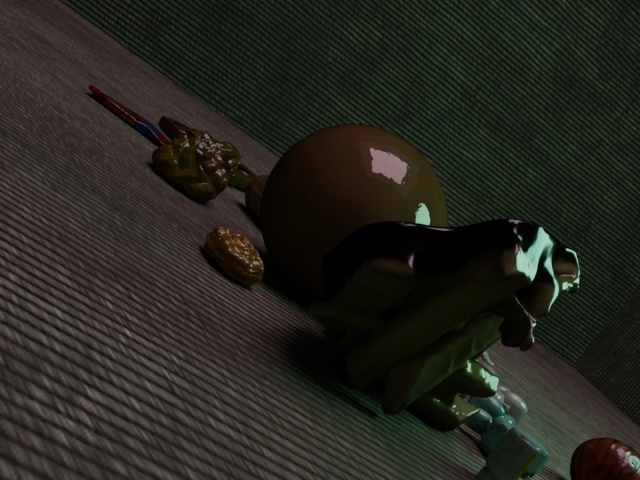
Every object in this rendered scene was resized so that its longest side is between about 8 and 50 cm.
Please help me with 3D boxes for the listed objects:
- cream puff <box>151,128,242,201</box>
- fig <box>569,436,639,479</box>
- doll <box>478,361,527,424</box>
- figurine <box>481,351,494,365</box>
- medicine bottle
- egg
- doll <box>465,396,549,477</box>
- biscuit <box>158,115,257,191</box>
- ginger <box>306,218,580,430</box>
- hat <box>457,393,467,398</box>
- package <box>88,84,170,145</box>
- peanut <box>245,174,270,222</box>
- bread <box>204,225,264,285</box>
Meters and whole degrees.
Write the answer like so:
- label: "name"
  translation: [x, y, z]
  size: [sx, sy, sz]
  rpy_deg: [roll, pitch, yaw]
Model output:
- label: "cream puff"
  translation: [-0.216, -0.141, 1.513]
  size: [0.146, 0.116, 0.146]
  rpy_deg: [40, 6, -5]
- label: "fig"
  translation: [0.484, 0.404, 1.420]
  size: [0.128, 0.128, 0.150]
  rpy_deg: [35, 36, -16]
- label: "doll"
  translation: [0.322, 0.284, 1.601]
  size: [0.160, 0.059, 0.161]
  rpy_deg: [40, 7, 34]
- label: "figurine"
  translation: [0.377, 0.268, 2.042]
  size: [0.109, 0.047, 0.064]
  rpy_deg: [44, -3, -22]
- label: "medicine bottle"
  translation: [0.241, 0.284, 1.089]
  size: [0.047, 0.083, 0.047]
  rpy_deg: [36, 7, -5]
- label: "egg"
  translation: [0.059, -0.034, 1.399]
  size: [0.301, 0.301, 0.374]
  rpy_deg: [39, -2, 19]
- label: "doll"
  translation: [0.277, 0.293, 1.314]
  size: [0.159, 0.059, 0.158]
  rpy_deg: [29, 11, -43]
- label: "biscuit"
  translation: [-0.258, -0.204, 2.001]
  size: [0.301, 0.043, 0.278]
  rpy_deg: [37, 7, 0]
- label: "ginger"
  translation: [0.171, 0.123, 1.079]
  size: [0.358, 0.211, 0.413]
  rpy_deg: [-5, -17, 6]
- label: "hat"
  translation: [0.211, 0.144, 1.395]
  size: [0.107, 0.236, 0.286]
  rpy_deg: [-4, -11, 24]
- label: "package"
  translation: [-0.391, -0.255, 1.756]
  size: [0.200, 0.022, 0.083]
  rpy_deg: [38, 8, -4]
- label: "peanut"
  translation: [-0.082, -0.062, 1.720]
  size: [0.108, 0.095, 0.226]
  rpy_deg: [28, 12, -34]
- label: "bread"
  translation: [-0.122, 0.021, 1.192]
  size: [0.083, 0.044, 0.110]
  rpy_deg: [31, 11, -32]
